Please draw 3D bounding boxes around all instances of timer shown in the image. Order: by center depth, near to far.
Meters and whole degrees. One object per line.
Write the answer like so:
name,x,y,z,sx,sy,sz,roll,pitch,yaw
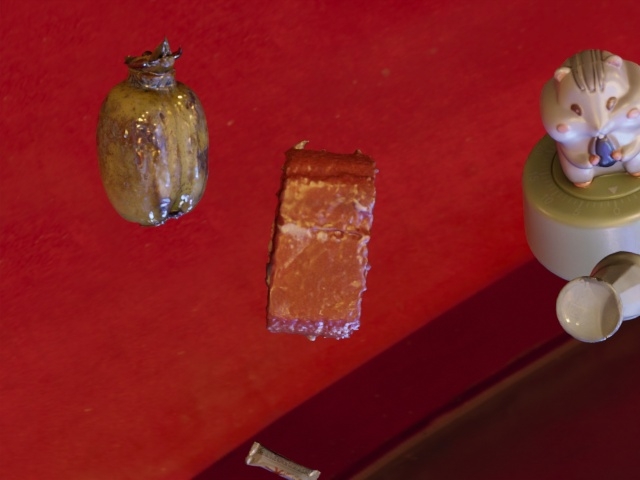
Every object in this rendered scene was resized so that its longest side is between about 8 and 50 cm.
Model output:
timer,0.409,-0.134,1.505,0.290,0.291,0.315,-52,138,-25

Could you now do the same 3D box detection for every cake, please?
cake,0.000,0.000,1.498,0.151,0.177,0.282,5,97,2

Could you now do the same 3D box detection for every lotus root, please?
lotus root,-0.230,-0.152,1.429,0.154,0.154,0.278,-13,117,-28

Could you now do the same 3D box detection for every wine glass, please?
wine glass,0.286,0.054,1.045,0.155,0.073,0.073,-11,84,-58

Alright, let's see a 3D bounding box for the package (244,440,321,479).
package,-0.055,0.327,1.510,0.110,0.015,0.037,21,71,20
